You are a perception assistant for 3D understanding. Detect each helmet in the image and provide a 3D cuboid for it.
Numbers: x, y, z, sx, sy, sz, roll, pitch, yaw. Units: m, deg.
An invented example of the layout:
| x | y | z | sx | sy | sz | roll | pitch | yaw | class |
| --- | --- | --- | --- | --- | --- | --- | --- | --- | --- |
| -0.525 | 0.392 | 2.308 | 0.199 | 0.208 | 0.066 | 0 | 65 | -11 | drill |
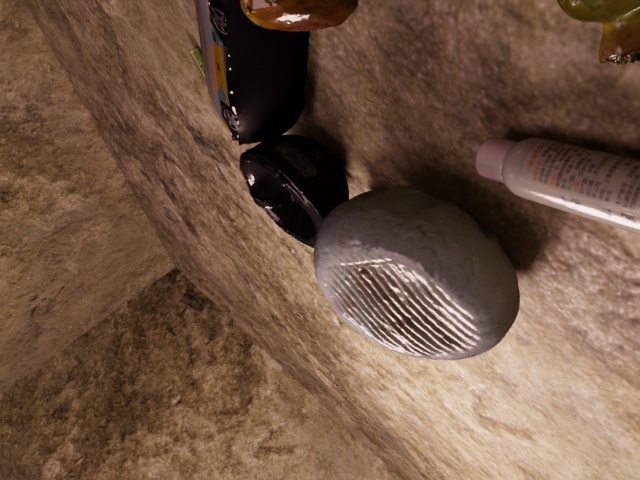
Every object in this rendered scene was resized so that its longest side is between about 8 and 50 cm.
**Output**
| x | y | z | sx | sy | sz | roll | pitch | yaw | class |
| --- | --- | --- | --- | --- | --- | --- | --- | --- | --- |
| -0.030 | -0.114 | 1.184 | 0.279 | 0.160 | 0.230 | 37 | 157 | 18 | helmet |

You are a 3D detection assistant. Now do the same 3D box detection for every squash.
| x | y | z | sx | sy | sz | roll | pitch | yaw | class |
| --- | --- | --- | --- | --- | --- | --- | --- | --- | --- |
| -0.286 | -0.423 | 1.384 | 0.027 | 0.027 | 0.083 | 18 | 142 | 55 | squash |

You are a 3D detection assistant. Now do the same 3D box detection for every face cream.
| x | y | z | sx | sy | sz | roll | pitch | yaw | class |
| --- | --- | --- | --- | --- | --- | --- | --- | --- | --- |
| 0.307 | -0.073 | 0.687 | 0.269 | 0.082 | 0.082 | 29 | 149 | 47 | face cream |

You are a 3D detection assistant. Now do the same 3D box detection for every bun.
| x | y | z | sx | sy | sz | roll | pitch | yaw | class |
| --- | --- | --- | --- | --- | --- | --- | --- | --- | --- |
| 0.162 | 0.052 | 0.964 | 0.362 | 0.211 | 0.361 | 30 | 150 | 19 | bun |

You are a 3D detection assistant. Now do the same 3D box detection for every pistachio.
| x | y | z | sx | sy | sz | roll | pitch | yaw | class |
| --- | --- | --- | --- | --- | --- | --- | --- | --- | --- |
| -0.028 | -0.338 | 0.824 | 0.089 | 0.173 | 0.049 | 91 | 170 | -52 | pistachio |

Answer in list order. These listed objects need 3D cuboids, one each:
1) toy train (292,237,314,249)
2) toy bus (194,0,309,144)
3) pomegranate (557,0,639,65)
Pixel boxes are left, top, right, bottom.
| x | y | z | sx | sy | sz | roll | pitch | yaw | class |
| --- | --- | --- | --- | --- | --- | --- | --- | --- | --- |
| 0.000 | 0.000 | 1.456 | 0.234 | 0.052 | 0.051 | 27 | 151 | 45 | toy train |
| -0.122 | -0.351 | 1.004 | 0.162 | 0.171 | 0.386 | 58 | 161 | 25 | toy bus |
| 0.257 | -0.238 | 0.460 | 0.169 | 0.122 | 0.143 | 59 | 161 | -16 | pomegranate |
